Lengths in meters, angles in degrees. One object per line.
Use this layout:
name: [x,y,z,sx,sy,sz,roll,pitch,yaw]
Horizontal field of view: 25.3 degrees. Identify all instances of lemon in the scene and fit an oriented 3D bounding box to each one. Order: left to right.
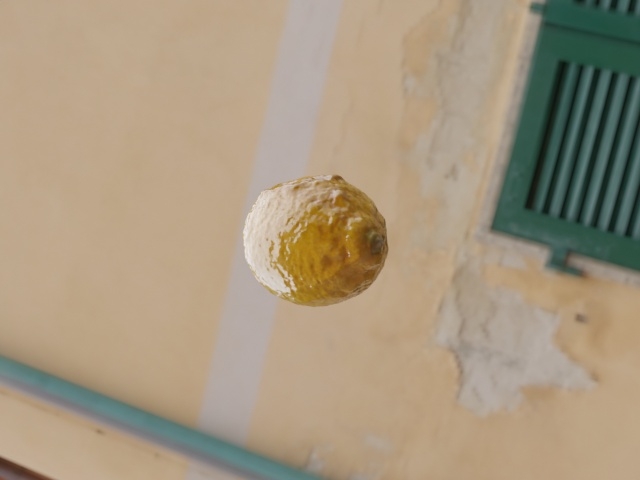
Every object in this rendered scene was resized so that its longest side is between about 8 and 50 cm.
lemon: [0.000,0.000,1.517,0.142,0.187,0.142,-4,-84,-42]
